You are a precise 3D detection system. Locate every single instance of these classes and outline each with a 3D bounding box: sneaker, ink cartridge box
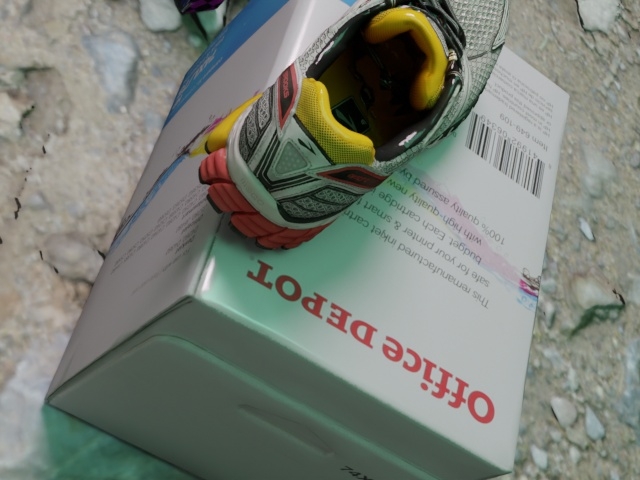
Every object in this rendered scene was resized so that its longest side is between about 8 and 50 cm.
[{"bbox_3d":[0.042,-0.080,0.497,0.088,0.093,0.225,47,50,-8],"label":"sneaker"},{"bbox_3d":[0.000,0.000,0.622,0.198,0.197,0.270,32,53,-21],"label":"ink cartridge box"}]

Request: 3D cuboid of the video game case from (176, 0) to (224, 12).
[{"bbox_3d":[-0.076,-0.308,0.697,0.042,0.210,0.232,-17,80,-41],"label":"video game case"}]
